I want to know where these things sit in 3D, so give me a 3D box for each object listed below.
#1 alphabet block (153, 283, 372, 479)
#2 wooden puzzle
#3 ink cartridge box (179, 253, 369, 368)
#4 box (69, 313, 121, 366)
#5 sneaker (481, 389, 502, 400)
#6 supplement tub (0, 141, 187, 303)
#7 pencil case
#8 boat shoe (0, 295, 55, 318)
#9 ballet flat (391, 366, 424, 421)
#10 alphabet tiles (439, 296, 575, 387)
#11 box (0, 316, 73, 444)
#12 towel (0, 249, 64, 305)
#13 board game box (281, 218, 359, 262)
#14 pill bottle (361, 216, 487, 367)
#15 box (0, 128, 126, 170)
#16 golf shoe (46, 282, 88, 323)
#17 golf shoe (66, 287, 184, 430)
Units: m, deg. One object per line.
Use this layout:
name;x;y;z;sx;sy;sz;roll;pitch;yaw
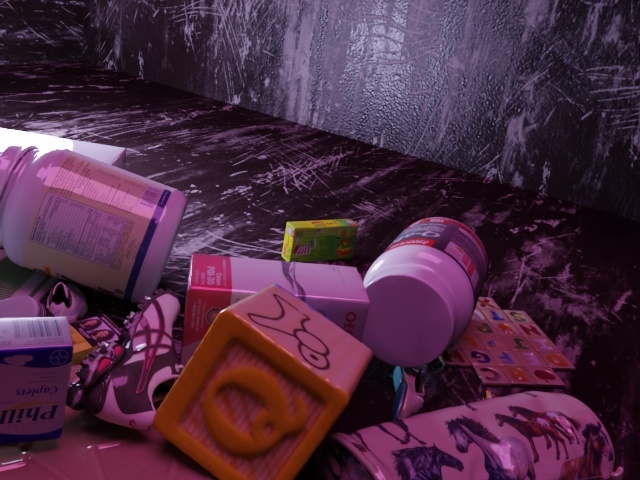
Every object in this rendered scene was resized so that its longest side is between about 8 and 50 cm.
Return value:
alphabet block;-0.067;0.194;0.855;0.192;0.193;0.197;33;12;9
wooden puzzle;-0.313;0.276;0.820;0.348;0.080;0.322;1;25;-33
ink cartridge box;-0.079;0.144;1.049;0.283;0.207;0.117;5;25;-11
box;-0.426;0.183;1.000;0.232;0.058;0.087;-13;33;-43
sneaker;0.301;0.286;1.107;0.035;0.031;0.083;12;23;2
supplement tub;-0.438;-0.035;1.209;0.325;0.235;0.235;20;21;-11
pencil case;0.206;0.308;0.851;0.411;0.159;0.183;-3;35;-28
boat shoe;-0.540;0.139;1.036;0.220;0.070;0.077;-6;66;6
ballet flat;0.151;0.259;1.081;0.052;0.057;0.168;21;23;0
alphabet tiles;0.354;0.201;1.357;0.285;0.011;0.342;5;23;-13
box;-0.366;0.165;0.757;0.126;0.137;0.072;2;25;-30
towel;-0.659;0.073;1.194;0.325;0.038;0.248;7;22;-4
board game box;0.000;0.000;1.573;0.181;0.092;0.043;-4;27;-31
pill bottle;0.200;0.091;1.243;0.210;0.210;0.363;17;20;15
box;-0.619;-0.106;1.398;0.346;0.214;0.168;8;23;-4
golf shoe;-0.450;0.106;1.140;0.069;0.086;0.176;1;23;-18
golf shoe;-0.249;0.168;0.920;0.120;0.105;0.273;32;26;-4
